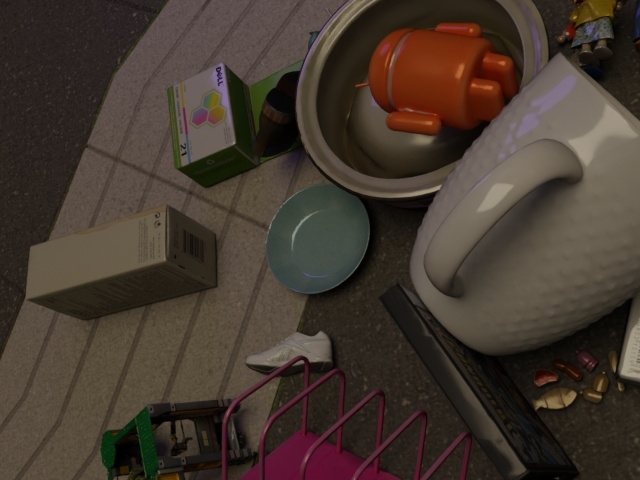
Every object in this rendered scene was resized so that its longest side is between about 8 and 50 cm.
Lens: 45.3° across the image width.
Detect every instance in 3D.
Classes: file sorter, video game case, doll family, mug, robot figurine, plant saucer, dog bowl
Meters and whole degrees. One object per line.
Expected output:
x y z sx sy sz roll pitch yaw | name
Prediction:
0.032 0.304 1.027 0.290 0.202 0.182 20 120 31 | file sorter
0.209 0.189 0.989 0.035 0.248 0.275 -42 58 13 | video game case
0.456 -0.348 1.116 0.263 0.118 0.163 -7 68 39 | doll family
0.254 -0.021 0.927 0.328 0.374 0.276 -48 65 23 | mug
0.161 -0.228 1.068 0.219 0.128 0.158 18 108 30 | robot figurine
0.000 0.000 1.293 0.195 0.037 0.195 -9 68 25 | plant saucer
0.170 -0.229 1.225 0.408 0.150 0.408 -9 68 23 | dog bowl

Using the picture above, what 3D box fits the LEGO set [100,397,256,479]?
-0.200 0.399 1.201 0.255 0.192 0.331 -52 49 37 | LEGO set

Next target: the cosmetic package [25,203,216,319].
-0.359 0.047 1.391 0.309 0.160 0.113 -14 65 21 | cosmetic package

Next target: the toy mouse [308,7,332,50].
0.028 -0.362 1.400 0.161 0.031 0.143 29 74 28 | toy mouse

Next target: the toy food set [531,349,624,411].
0.348 0.190 1.052 0.122 0.019 0.078 -14 66 21 | toy food set

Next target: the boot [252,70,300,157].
-0.057 -0.226 1.350 0.082 0.219 0.106 34 125 7 | boot

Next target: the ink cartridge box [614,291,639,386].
0.529 0.075 0.981 0.239 0.060 0.275 13 77 19 | ink cartridge box

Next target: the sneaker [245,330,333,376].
-0.049 0.185 1.247 0.152 0.054 0.061 -9 59 18 | sneaker

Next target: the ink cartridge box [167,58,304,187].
-0.147 -0.237 1.422 0.255 0.097 0.189 -21 63 20 | ink cartridge box
